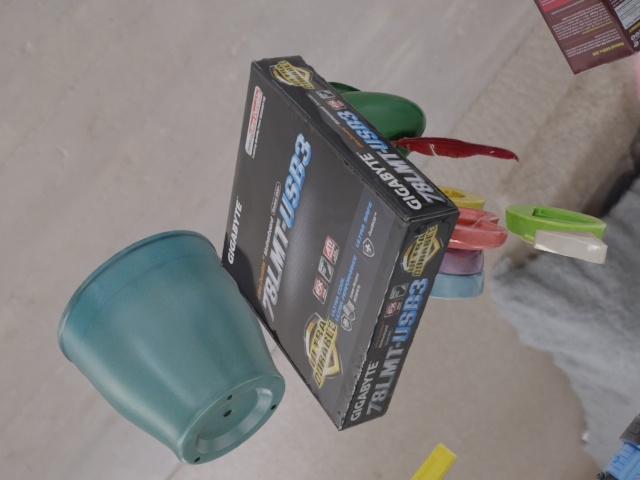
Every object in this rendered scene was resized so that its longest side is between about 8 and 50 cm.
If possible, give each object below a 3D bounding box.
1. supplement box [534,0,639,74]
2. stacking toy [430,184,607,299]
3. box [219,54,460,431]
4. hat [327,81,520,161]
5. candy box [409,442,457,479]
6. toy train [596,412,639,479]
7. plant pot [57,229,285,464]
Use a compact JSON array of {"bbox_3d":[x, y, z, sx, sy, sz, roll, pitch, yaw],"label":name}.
[{"bbox_3d":[0.382,-0.375,1.446,0.073,0.130,0.239,-37,103,-27],"label":"supplement box"},{"bbox_3d":[0.214,0.025,1.254,0.309,0.280,0.130,-40,140,-74],"label":"stacking toy"},{"bbox_3d":[0.000,0.000,1.056,0.073,0.293,0.295,-14,136,-32],"label":"box"},{"bbox_3d":[0.118,-0.171,1.322,0.208,0.173,0.183,18,146,-39],"label":"hat"},{"bbox_3d":[0.056,0.285,0.934,0.206,0.027,0.105,-50,164,-14],"label":"candy box"},{"bbox_3d":[0.525,0.375,1.617,0.105,0.080,0.184,42,83,-9],"label":"toy train"},{"bbox_3d":[-0.192,0.168,1.410,0.272,0.255,0.271,-33,151,-21],"label":"plant pot"}]
